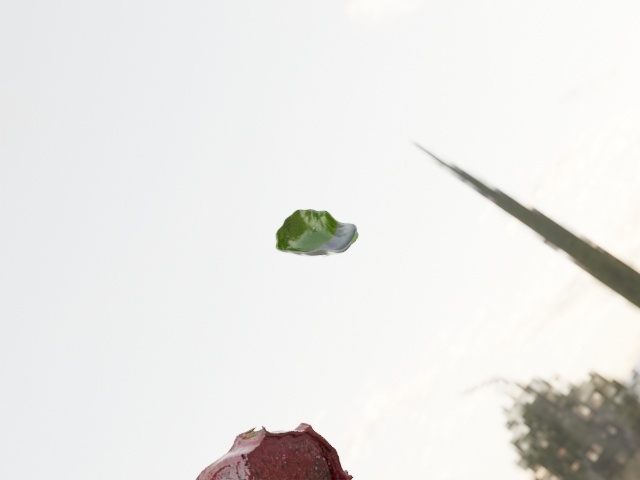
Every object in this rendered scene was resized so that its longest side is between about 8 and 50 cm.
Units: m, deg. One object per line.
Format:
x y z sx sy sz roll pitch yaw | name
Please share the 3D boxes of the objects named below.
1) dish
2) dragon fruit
0.000 0.000 2.273 0.091 0.137 0.039 -60 -35 -33 | dish
-0.046 0.328 1.832 0.161 0.126 0.274 -41 -63 -41 | dragon fruit
